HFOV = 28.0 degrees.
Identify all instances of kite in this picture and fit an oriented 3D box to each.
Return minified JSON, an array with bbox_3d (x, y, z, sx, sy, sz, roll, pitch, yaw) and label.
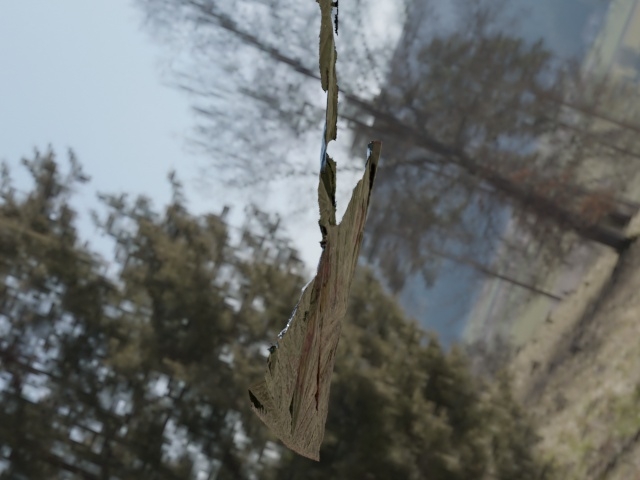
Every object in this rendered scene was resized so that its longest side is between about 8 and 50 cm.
[{"bbox_3d":[0.002,0.000,0.569,0.229,0.012,0.250,-67,-17,-55],"label":"kite"}]
